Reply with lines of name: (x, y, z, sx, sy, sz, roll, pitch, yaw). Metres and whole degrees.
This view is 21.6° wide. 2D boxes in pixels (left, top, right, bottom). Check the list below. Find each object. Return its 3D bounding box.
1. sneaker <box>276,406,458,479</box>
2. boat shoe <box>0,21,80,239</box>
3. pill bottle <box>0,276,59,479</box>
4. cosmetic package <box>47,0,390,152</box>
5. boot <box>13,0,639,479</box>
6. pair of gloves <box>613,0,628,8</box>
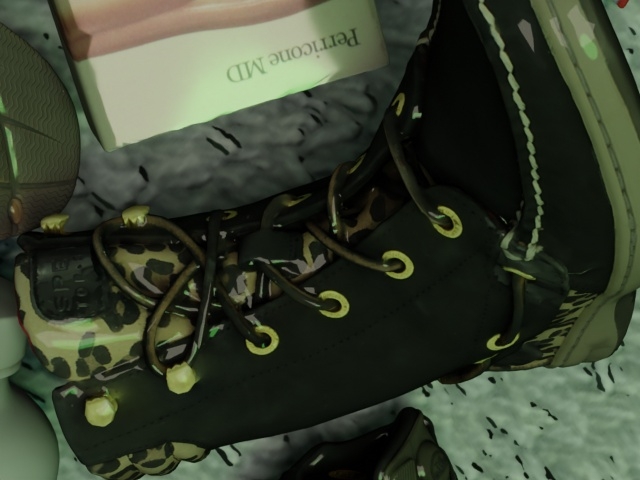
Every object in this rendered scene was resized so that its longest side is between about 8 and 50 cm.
sneaker: (0.073, 0.174, 0.924, 0.227, 0.087, 0.130, 22, 124, -10)
boat shoe: (-0.287, -0.074, 0.797, 0.355, 0.130, 0.132, 12, 88, -34)
pill bottle: (-0.235, 0.173, 0.837, 0.181, 0.181, 0.323, 11, 100, -12)
cosmetic package: (-0.083, -0.209, 0.801, 0.153, 0.129, 0.296, -19, 106, -6)
boot: (0.000, 0.000, 0.776, 0.284, 0.377, 0.138, -16, 70, 0)
pair of gloves: (0.128, -0.225, 0.890, 0.159, 0.023, 0.198, 19, 100, -15)
